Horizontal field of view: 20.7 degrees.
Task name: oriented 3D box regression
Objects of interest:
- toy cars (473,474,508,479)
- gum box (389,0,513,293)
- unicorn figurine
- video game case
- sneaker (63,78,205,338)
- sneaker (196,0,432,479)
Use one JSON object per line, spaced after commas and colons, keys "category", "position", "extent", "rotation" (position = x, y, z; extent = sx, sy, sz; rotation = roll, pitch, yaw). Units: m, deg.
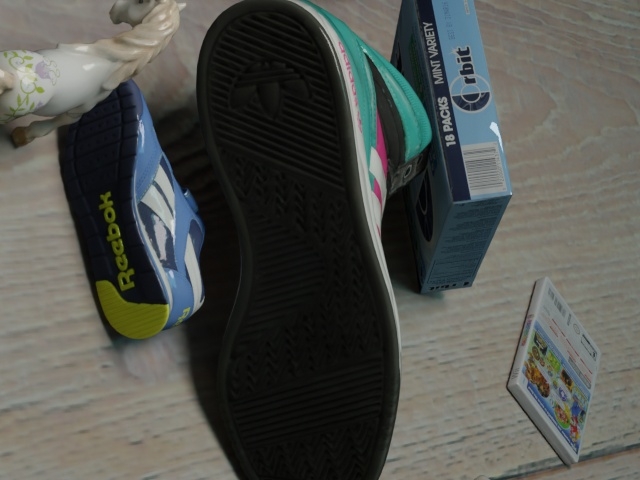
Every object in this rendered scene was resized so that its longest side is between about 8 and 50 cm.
{"category": "toy cars", "position": [0.080, 0.239, 0.989], "extent": [0.394, 0.087, 0.176], "rotation": [-4, 83, -63]}
{"category": "gum box", "position": [0.080, -0.067, 1.145], "extent": [0.184, 0.041, 0.157], "rotation": [100, -19, -70]}
{"category": "unicorn figurine", "position": [-0.136, -0.084, 0.878], "extent": [0.060, 0.111, 0.162], "rotation": [60, 34, -11]}
{"category": "video game case", "position": [0.178, 0.097, 1.318], "extent": [0.087, 0.011, 0.122], "rotation": [52, 36, -24]}
{"category": "sneaker", "position": [-0.098, -0.019, 0.953], "extent": [0.059, 0.053, 0.144], "rotation": [-5, 83, -57]}
{"category": "sneaker", "position": [0.000, 0.000, 1.027], "extent": [0.178, 0.124, 0.295], "rotation": [-38, 125, -71]}
